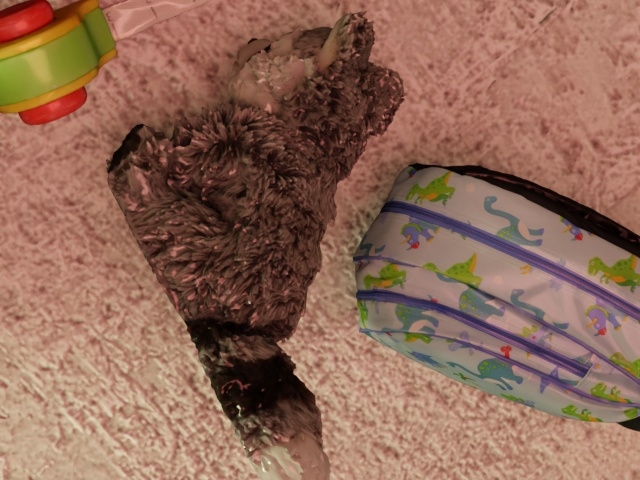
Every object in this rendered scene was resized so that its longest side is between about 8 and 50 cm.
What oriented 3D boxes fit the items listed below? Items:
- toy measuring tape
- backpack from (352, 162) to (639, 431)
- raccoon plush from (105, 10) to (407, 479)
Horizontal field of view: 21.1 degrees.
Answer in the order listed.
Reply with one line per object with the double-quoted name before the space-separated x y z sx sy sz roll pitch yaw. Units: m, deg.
"toy measuring tape" -0.213 -0.194 1.644 0.330 0.121 0.121 -23 110 -7
"backpack" 0.209 0.056 1.736 0.355 0.290 0.273 41 85 -13
"raccoon plush" 0.000 0.000 1.648 0.299 0.216 0.446 -28 79 0
